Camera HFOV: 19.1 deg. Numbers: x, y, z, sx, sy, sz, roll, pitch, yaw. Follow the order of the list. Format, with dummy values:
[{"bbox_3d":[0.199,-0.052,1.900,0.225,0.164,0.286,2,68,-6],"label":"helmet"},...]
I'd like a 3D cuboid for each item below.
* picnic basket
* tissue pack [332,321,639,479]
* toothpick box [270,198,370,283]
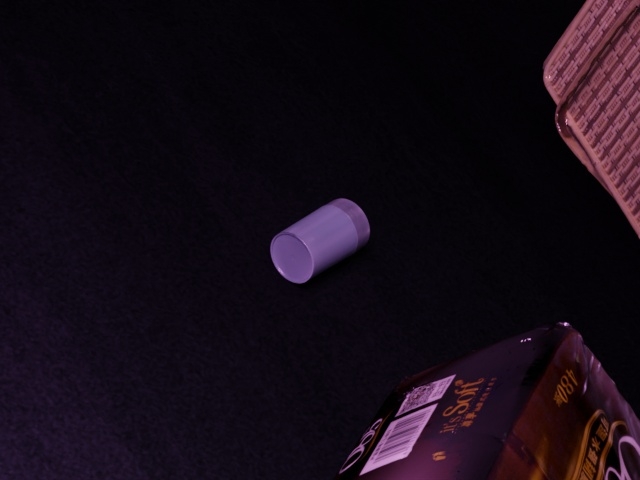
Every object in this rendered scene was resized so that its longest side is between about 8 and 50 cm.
[{"bbox_3d":[0.385,-0.146,1.944,0.175,0.228,0.313,-1,51,-34],"label":"picnic basket"},{"bbox_3d":[0.096,0.242,1.374,0.198,0.210,0.370,49,41,-12],"label":"tissue pack"},{"bbox_3d":[0.000,0.000,1.704,0.052,0.052,0.083,44,44,15],"label":"toothpick box"}]
